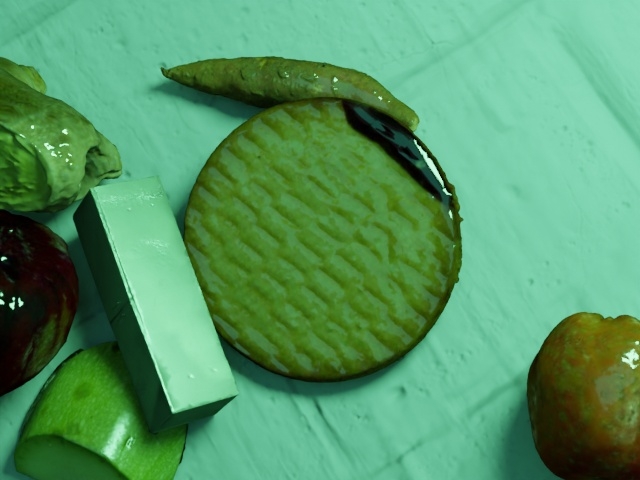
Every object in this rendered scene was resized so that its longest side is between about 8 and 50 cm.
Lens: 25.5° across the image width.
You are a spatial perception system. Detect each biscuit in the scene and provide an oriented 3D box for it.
[{"bbox_3d":[0.000,0.000,1.559,0.317,0.040,0.318,-1,88,14],"label":"biscuit"}]

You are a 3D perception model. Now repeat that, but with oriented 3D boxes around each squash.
[{"bbox_3d":[-0.245,0.199,1.563,0.191,0.085,0.184,18,83,12],"label":"squash"}]

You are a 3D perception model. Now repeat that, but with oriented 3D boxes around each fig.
[{"bbox_3d":[-0.393,0.078,1.551,0.263,0.224,0.224,-31,74,4],"label":"fig"}]

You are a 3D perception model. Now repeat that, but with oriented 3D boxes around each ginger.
[{"bbox_3d":[-0.355,-0.130,1.614,0.275,0.221,0.130,19,118,-2],"label":"ginger"}]

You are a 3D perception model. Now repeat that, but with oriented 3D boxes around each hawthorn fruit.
[{"bbox_3d":[0.292,0.162,1.433,0.189,0.189,0.189,-2,78,10],"label":"hawthorn fruit"}]

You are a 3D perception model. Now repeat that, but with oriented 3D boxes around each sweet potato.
[{"bbox_3d":[-0.034,-0.179,1.612,0.314,0.066,0.072,13,123,12],"label":"sweet potato"}]

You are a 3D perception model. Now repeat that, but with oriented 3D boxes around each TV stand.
[{"bbox_3d":[-0.185,0.070,1.565,0.088,0.083,0.270,-12,71,-32],"label":"TV stand"}]
